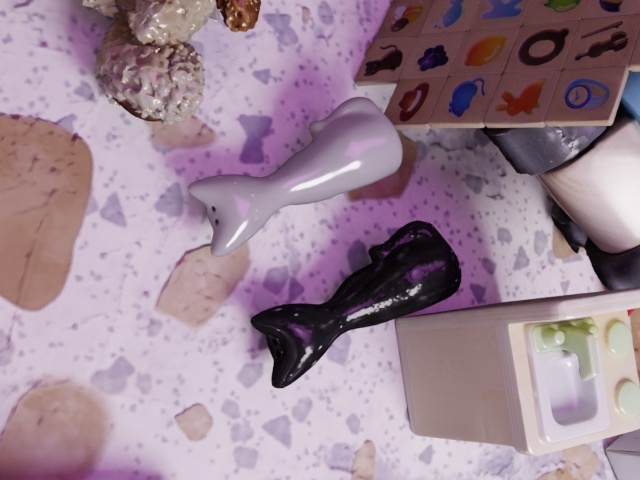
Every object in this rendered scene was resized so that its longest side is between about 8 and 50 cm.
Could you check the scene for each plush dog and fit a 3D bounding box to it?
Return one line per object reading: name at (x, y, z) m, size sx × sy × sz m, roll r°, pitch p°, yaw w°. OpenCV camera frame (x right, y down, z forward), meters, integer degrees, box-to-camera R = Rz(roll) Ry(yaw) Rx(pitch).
plush dog at (-0.134, -0.251, 0.658) m, size 0.262 × 0.225 × 0.211 m, roll 44°, pitch 64°, yaw -16°

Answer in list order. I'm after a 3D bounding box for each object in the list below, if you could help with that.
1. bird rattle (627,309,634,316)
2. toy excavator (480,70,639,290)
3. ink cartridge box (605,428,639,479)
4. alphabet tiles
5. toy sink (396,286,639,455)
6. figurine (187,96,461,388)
bird rattle at (0.460, 0.014, 0.982) m, size 0.253 × 0.207 × 0.143 m, roll 17°, pitch 56°, yaw -36°
toy excavator at (0.397, -0.198, 0.901) m, size 0.445 × 0.433 × 0.222 m, roll -37°, pitch 104°, yaw 12°
ink cartridge box at (0.454, 0.260, 0.993) m, size 0.208 × 0.087 × 0.153 m, roll -28°, pitch 96°, yaw -31°
alphabet tiles at (0.199, -0.222, 0.792) m, size 0.011 × 0.342 × 0.285 m, roll 45°, pitch 61°, yaw -43°
toy sink at (0.205, 0.122, 0.789) m, size 0.152 × 0.234 × 0.131 m, roll -5°, pitch 84°, yaw -31°
figurine at (0.000, 0.000, 0.782) m, size 0.209 × 0.092 × 0.215 m, roll -28°, pitch 96°, yaw -26°
